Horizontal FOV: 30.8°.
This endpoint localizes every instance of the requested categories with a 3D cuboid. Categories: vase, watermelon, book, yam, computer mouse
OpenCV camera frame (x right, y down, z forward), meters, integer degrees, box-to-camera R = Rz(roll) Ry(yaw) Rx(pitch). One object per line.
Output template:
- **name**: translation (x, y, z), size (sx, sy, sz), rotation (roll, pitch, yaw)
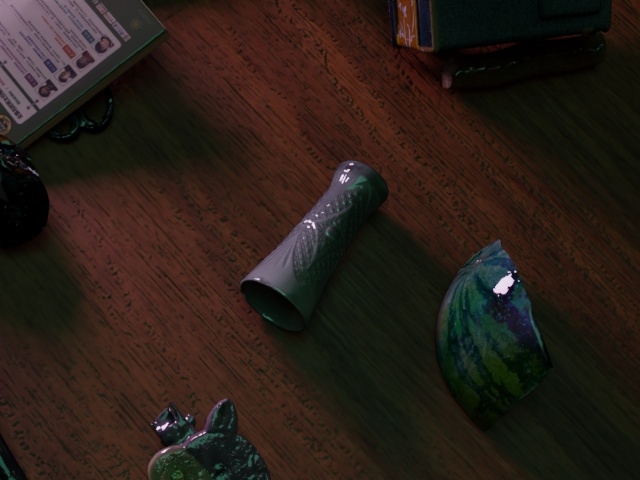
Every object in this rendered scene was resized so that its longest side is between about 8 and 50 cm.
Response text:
- **vase**: translation (0.000, 0.000, 1.434), size (0.096, 0.096, 0.219), rotation (33, 64, 7)
- **watermelon**: translation (0.210, 0.096, 1.387), size (0.128, 0.146, 0.231), rotation (-11, 71, -12)
- **book**: translation (-0.357, -0.255, 1.494), size (0.264, 0.027, 0.202), rotation (-39, 76, -5)
- **yam**: translation (0.280, -0.247, 1.596), size (0.241, 0.057, 0.056), rotation (-12, 69, -11)
- **computer mouse**: translation (-0.435, -0.077, 1.400), size (0.242, 0.077, 0.146), rotation (28, 78, 7)

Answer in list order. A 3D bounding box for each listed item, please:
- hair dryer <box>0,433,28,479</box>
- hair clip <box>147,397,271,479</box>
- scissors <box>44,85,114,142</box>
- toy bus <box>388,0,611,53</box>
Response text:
- **hair dryer**: translation (-0.371, 0.210, 1.284), size (0.070, 0.128, 0.255), rotation (-31, 85, -20)
- **hair clip**: translation (-0.132, 0.269, 1.319), size (0.146, 0.056, 0.187), rotation (-33, 77, -12)
- **scissors**: translation (-0.365, -0.264, 1.532), size (0.109, 0.022, 0.300), rotation (-22, 74, -14)
- **toy bus**: translation (0.242, -0.330, 1.544), size (0.275, 0.167, 0.138), rotation (-9, 106, -13)
